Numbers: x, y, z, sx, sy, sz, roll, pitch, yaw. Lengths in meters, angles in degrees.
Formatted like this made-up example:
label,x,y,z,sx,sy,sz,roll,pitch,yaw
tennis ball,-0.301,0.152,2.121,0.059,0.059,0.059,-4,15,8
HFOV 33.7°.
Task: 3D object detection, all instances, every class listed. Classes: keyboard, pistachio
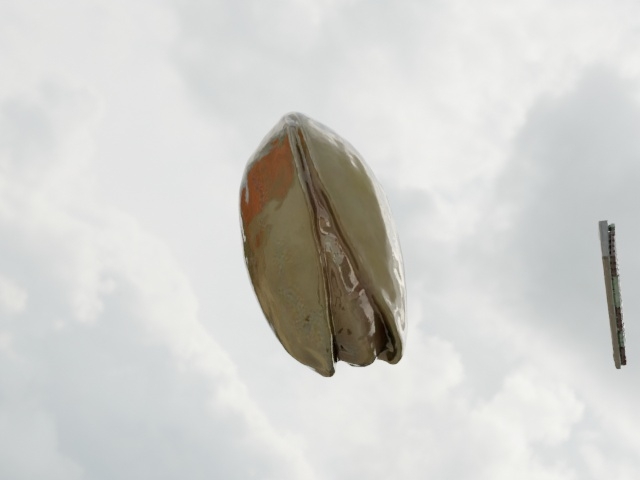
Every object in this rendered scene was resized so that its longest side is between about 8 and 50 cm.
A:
label,x,y,z,sx,sy,sz,roll,pitch,yaw
keyboard,0.288,0.054,1.036,0.017,0.055,0.166,-7,-47,14
pistachio,0.000,0.000,1.090,0.181,0.162,0.293,93,-13,-63
